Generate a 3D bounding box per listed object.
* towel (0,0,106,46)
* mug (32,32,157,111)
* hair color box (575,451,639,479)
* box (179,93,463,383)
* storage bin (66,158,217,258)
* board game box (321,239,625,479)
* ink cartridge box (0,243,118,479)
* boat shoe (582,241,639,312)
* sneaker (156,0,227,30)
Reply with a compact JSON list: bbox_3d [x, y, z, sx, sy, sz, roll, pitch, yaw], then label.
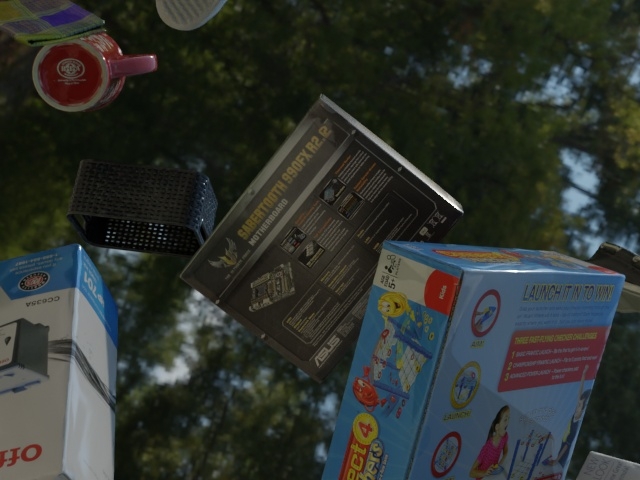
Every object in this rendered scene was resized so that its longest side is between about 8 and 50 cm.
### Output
[{"bbox_3d":[-0.188,-0.150,0.696,0.083,0.060,0.009,37,-42,45],"label":"towel"},{"bbox_3d":[-0.299,-0.229,1.330,0.150,0.113,0.169,-35,-167,1],"label":"mug"},{"bbox_3d":[0.370,0.326,0.911,0.339,0.110,0.185,9,-138,36],"label":"hair color box"},{"bbox_3d":[0.000,0.000,1.033,0.231,0.183,0.056,-52,-174,10],"label":"box"},{"bbox_3d":[-0.241,-0.042,1.410,0.122,0.180,0.084,82,15,-67],"label":"storage bin"},{"bbox_3d":[0.143,0.160,0.967,0.086,0.308,0.302,21,-79,39],"label":"board game box"},{"bbox_3d":[-0.213,0.107,0.682,0.190,0.139,0.082,-100,175,-46],"label":"ink cartridge box"},{"bbox_3d":[0.508,0.070,1.539,0.091,0.114,0.302,-51,-142,-10],"label":"boat shoe"},{"bbox_3d":[-0.166,-0.490,1.684,0.127,0.126,0.321,-52,166,-83],"label":"sneaker"}]
